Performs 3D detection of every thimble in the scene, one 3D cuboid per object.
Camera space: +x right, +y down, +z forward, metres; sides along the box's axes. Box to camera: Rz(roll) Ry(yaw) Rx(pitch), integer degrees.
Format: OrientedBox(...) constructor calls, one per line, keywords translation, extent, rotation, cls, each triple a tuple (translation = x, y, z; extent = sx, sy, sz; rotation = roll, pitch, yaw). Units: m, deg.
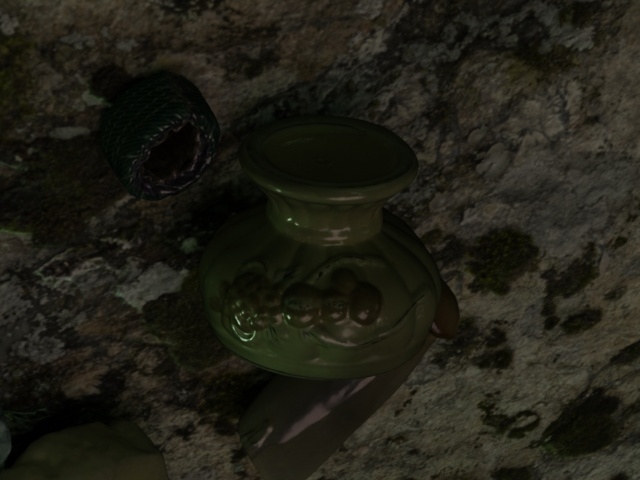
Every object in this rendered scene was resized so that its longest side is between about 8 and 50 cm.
OrientedBox(translation=(-0.183, -0.118, 1.849), extent=(0.135, 0.090, 0.118), rotation=(-45, 141, 13), cls="thimble")

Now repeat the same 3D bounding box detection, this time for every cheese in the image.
OrientedBox(translation=(-0.344, 0.386, 2.179), extent=(0.318, 0.115, 0.326), rotation=(2, 121, -58), cls="cheese")

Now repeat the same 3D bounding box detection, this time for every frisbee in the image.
OrientedBox(translation=(-0.397, 0.272, 2.178), extent=(0.187, 0.012, 0.211), rotation=(-30, 140, -3), cls="frisbee")

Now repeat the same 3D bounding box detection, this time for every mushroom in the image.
OrientedBox(translation=(0.024, 0.198, 2.269), extent=(0.154, 0.137, 0.407), rotation=(32, 108, -35), cls="mushroom")

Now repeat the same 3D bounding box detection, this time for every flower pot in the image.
OrientedBox(translation=(0.000, 0.000, 1.944), extent=(0.307, 0.307, 0.244), rotation=(-10, 120, -24), cls="flower pot")

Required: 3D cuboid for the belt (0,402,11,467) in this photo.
OrientedBox(translation=(-0.486, 0.272, 2.056), extent=(0.198, 0.078, 0.151), rotation=(-38, 132, 0), cls="belt")
